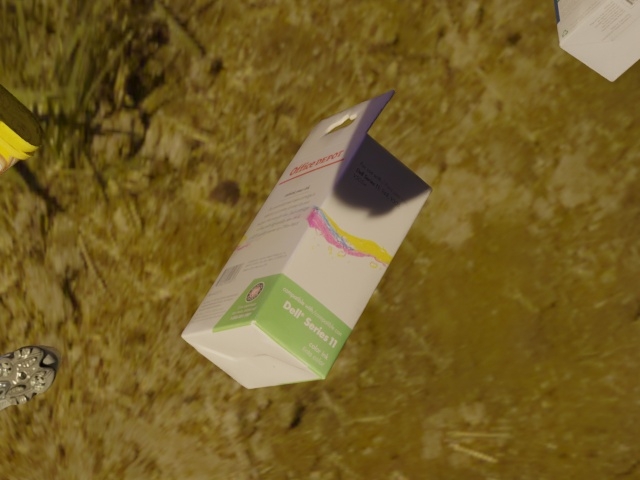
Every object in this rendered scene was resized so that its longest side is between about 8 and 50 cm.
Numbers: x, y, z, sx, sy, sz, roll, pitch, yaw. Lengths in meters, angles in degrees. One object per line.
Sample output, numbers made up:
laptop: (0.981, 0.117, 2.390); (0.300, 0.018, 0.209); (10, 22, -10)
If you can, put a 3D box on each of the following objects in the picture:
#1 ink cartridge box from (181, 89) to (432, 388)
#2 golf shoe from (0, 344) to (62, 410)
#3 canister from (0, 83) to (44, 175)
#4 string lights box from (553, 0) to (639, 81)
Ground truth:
ink cartridge box: (0.000, 0.000, 1.685); (0.119, 0.207, 0.353); (39, 65, -19)
golf shoe: (-0.356, 0.159, 1.493); (0.176, 0.086, 0.069); (-18, 95, 10)
canister: (-0.412, -0.102, 1.539); (0.170, 0.073, 0.126); (-37, 119, 18)
string lights box: (0.299, -0.297, 1.389); (0.077, 0.133, 0.260); (29, 40, -23)
